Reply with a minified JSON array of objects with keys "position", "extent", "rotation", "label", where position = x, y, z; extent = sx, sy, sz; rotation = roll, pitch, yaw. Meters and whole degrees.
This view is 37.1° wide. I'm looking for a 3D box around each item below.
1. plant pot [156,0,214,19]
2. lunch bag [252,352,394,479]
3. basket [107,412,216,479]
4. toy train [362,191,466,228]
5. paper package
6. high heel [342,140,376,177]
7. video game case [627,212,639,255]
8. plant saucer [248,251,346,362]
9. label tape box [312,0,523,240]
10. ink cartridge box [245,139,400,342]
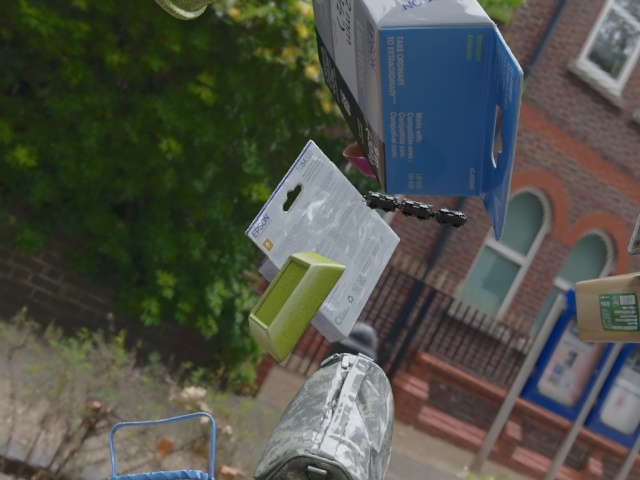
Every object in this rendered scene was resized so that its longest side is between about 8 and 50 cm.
[{"position":[-0.121,-0.488,1.383],"extent":[0.253,0.276,0.276],"rotation":[-11,-15,20],"label":"plant pot"},{"position":[0.015,0.365,1.616],"extent":[0.212,0.256,0.305],"rotation":[20,32,6],"label":"lunch bag"},{"position":[-0.361,0.553,2.211],"extent":[0.254,0.289,0.201],"rotation":[-10,-28,6],"label":"basket"},{"position":[0.140,-0.047,1.419],"extent":[0.158,0.027,0.036],"rotation":[13,14,13],"label":"toy train"},{"position":[0.838,0.156,2.367],"extent":[0.309,0.168,0.325],"rotation":[-8,-3,-13],"label":"paper package"},{"position":[0.190,-0.239,2.245],"extent":[0.181,0.127,0.377],"rotation":[18,-29,-12],"label":"high heel"},{"position":[0.662,-0.040,1.824],"extent":[0.119,0.166,0.015],"rotation":[-9,47,-8],"label":"video game case"},{"position":[-0.053,0.097,1.597],"extent":[0.045,0.188,0.188],"rotation":[35,-5,-18],"label":"plant saucer"},{"position":[0.092,-0.187,1.049],"extent":[0.249,0.115,0.348],"rotation":[83,-12,-51],"label":"label tape box"},{"position":[0.000,0.000,2.108],"extent":[0.330,0.324,0.071],"rotation":[47,-40,-17],"label":"ink cartridge box"}]
